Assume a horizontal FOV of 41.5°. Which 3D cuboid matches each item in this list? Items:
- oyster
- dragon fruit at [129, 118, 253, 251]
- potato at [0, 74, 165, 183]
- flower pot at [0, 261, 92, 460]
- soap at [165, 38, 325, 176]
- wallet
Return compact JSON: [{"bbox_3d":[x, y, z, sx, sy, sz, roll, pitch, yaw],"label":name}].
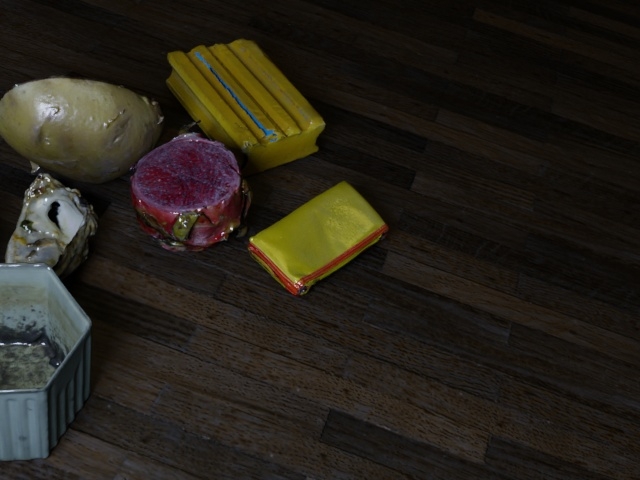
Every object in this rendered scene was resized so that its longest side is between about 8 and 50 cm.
[{"bbox_3d":[-0.456,0.015,1.383,0.166,0.094,0.294,4,52,18],"label":"oyster"},{"bbox_3d":[-0.225,-0.077,1.495,0.211,0.147,0.282,-2,44,-4],"label":"dragon fruit"},{"bbox_3d":[-0.412,-0.168,1.464,0.299,0.239,0.116,12,59,-42],"label":"potato"},{"bbox_3d":[-0.435,0.168,1.155,0.209,0.189,0.239,21,46,4],"label":"flower pot"},{"bbox_3d":[-0.155,-0.278,1.724,0.204,0.096,0.324,-20,55,-29],"label":"soap"},{"bbox_3d":[0.000,0.000,1.527,0.241,0.067,0.141,-32,66,-32],"label":"wallet"}]
